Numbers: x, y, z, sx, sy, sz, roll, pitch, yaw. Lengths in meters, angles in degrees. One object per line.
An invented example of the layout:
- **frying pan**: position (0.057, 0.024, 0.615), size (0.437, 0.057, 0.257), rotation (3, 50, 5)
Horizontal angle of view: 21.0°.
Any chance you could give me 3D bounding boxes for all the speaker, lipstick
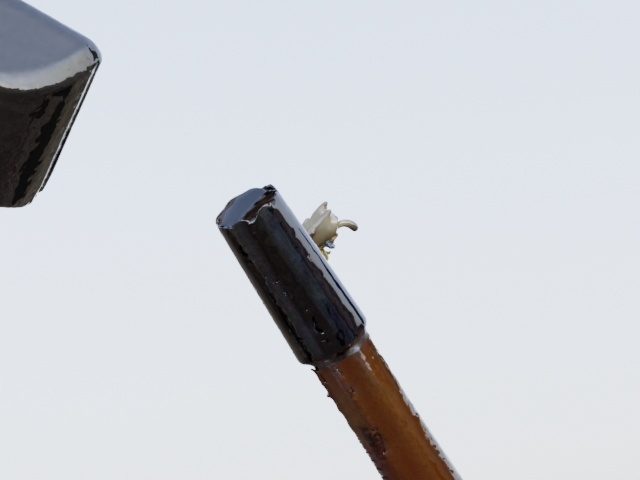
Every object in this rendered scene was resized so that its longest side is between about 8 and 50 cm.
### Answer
- **speaker**: position (-0.407, -0.161, 1.469), size (0.388, 0.184, 0.180), rotation (29, -60, 0)
- **lipstick**: position (0.037, 0.132, 1.597), size (0.077, 0.418, 0.077), rotation (-29, 19, 11)

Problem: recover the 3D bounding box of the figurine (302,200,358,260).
- **figurine**: position (0.000, 0.000, 2.007), size (0.050, 0.047, 0.083), rotation (39, -74, -15)
